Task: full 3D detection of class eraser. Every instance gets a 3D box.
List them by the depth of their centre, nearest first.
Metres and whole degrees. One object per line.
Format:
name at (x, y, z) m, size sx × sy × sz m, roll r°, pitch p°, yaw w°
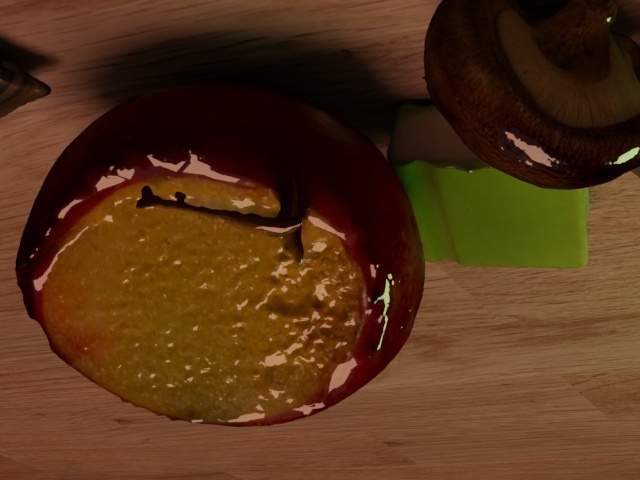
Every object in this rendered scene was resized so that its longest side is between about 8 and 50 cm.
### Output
eraser at (0.190, -0.057, 1.389) m, size 0.210 × 0.092 × 0.274 m, roll 1°, pitch 157°, yaw 15°

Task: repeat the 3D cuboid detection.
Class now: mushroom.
mushroom at (0.187, -0.125, 1.105) m, size 0.231 × 0.194 × 0.138 m, roll 24°, pitch 152°, yaw -13°

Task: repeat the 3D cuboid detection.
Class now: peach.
peach at (-0.092, 0.000, 1.306) m, size 0.406 × 0.310 × 0.335 m, roll 0°, pitch 118°, yaw 19°

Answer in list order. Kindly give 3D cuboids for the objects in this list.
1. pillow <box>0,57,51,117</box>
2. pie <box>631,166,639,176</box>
pillow at (-0.416, -0.174, 1.316) m, size 0.212 × 0.052 × 0.208 m, roll 27°, pitch 151°, yaw -35°
pie at (0.427, -0.110, 1.235) m, size 0.306 × 0.071 × 0.306 m, roll 4°, pitch 157°, yaw 2°
